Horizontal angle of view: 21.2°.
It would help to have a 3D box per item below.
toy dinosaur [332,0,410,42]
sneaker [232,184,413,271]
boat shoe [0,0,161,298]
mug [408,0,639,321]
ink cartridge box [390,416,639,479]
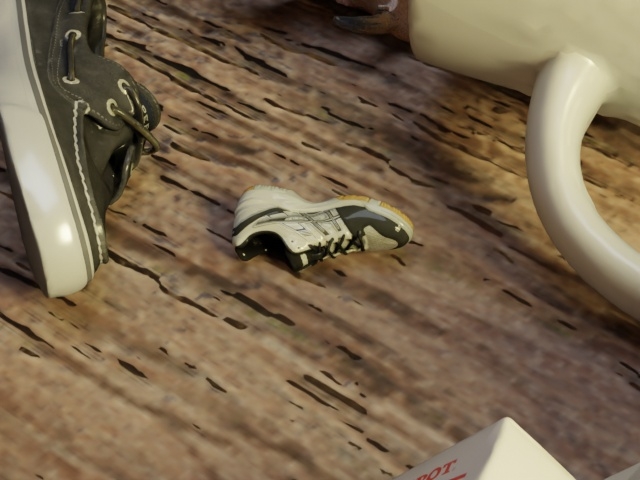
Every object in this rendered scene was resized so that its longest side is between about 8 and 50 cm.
[{"bbox_3d":[-0.069,-0.204,0.945,0.295,0.127,0.200,4,48,15],"label":"toy dinosaur"},{"bbox_3d":[0.000,0.000,0.773,0.083,0.032,0.037,5,55,16],"label":"sneaker"},{"bbox_3d":[-0.114,-0.059,0.812,0.076,0.080,0.228,-11,34,-8],"label":"boat shoe"},{"bbox_3d":[0.221,-0.127,0.759,0.328,0.276,0.374,16,74,10],"label":"mug"},{"bbox_3d":[0.026,0.134,0.539,0.067,0.115,0.198,44,46,-10],"label":"ink cartridge box"}]
